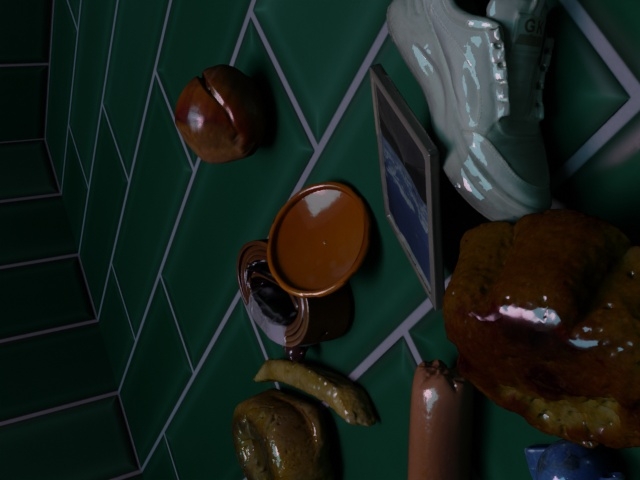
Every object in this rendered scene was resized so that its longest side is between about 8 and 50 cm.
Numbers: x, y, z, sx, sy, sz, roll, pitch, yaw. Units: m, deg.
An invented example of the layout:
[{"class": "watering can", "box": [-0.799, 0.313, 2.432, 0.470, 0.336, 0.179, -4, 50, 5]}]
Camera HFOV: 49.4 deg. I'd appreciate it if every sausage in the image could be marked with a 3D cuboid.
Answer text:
[{"class": "sausage", "box": [0.161, 0.299, 0.939, 0.086, 0.086, 0.289, 25, 119, 55]}]

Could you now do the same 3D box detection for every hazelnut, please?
[{"class": "hazelnut", "box": [-0.174, -0.228, 1.286, 0.182, 0.182, 0.182, 27, 122, 54]}]

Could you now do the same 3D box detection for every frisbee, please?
[{"class": "frisbee", "box": [0.000, 0.000, 1.096, 0.192, 0.035, 0.192, -13, 65, 30]}]

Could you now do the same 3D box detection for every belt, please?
[{"class": "belt", "box": [-0.052, 0.090, 1.224, 0.261, 0.105, 0.184, 19, 113, 54]}]

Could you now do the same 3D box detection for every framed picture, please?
[{"class": "framed picture", "box": [0.110, -0.063, 0.847, 0.260, 0.023, 0.189, 78, 172, -46]}]

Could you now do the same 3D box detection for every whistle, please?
[{"class": "whistle", "box": [0.262, 0.256, 0.748, 0.158, 0.090, 0.090, -32, 72, 58]}]

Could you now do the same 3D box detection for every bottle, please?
[{"class": "bottle", "box": [-0.049, 0.187, 1.283, 0.101, 0.063, 0.047, -123, 31, -64]}]

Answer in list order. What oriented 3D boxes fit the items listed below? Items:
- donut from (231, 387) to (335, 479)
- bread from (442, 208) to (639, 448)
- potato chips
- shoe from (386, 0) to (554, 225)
[{"class": "donut", "box": [-0.074, 0.401, 1.338, 0.261, 0.128, 0.209, -4, 96, 62]}, {"class": "bread", "box": [0.240, 0.091, 0.655, 0.246, 0.135, 0.232, 1, 131, 49]}, {"class": "potato chips", "box": [-0.032, 0.260, 1.287, 0.407, 0.057, 0.080, 0, 94, 60]}, {"class": "shoe", "box": [0.185, -0.176, 0.716, 0.159, 0.124, 0.317, -46, 60, 46]}]
